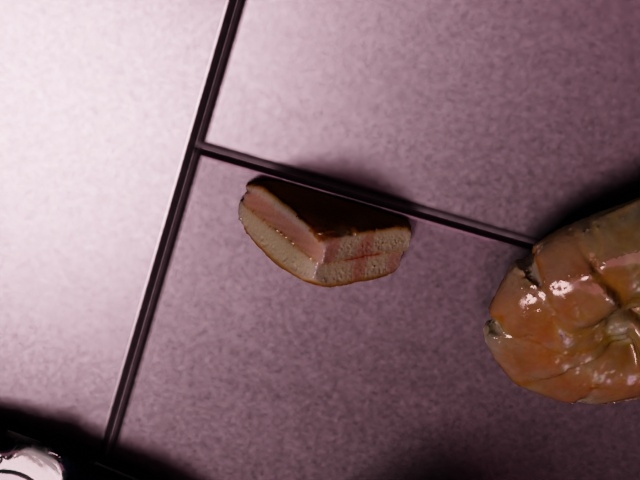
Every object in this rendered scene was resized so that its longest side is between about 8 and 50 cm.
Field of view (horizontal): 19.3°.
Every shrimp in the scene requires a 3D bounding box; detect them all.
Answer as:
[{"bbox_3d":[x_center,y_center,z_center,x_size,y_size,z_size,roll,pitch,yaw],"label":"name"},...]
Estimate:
[{"bbox_3d":[0.227,0.018,1.145,0.267,0.061,0.145,-35,118,14],"label":"shrimp"}]

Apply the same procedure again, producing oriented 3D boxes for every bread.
[{"bbox_3d":[0.000,0.000,1.145,0.109,0.062,0.043,17,115,-2],"label":"bread"}]

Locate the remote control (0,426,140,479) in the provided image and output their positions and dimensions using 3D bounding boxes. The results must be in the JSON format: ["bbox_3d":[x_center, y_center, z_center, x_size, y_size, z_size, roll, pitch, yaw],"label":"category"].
[{"bbox_3d":[-0.186,0.172,1.242,0.256,0.045,0.097,25,112,-5],"label":"remote control"}]
